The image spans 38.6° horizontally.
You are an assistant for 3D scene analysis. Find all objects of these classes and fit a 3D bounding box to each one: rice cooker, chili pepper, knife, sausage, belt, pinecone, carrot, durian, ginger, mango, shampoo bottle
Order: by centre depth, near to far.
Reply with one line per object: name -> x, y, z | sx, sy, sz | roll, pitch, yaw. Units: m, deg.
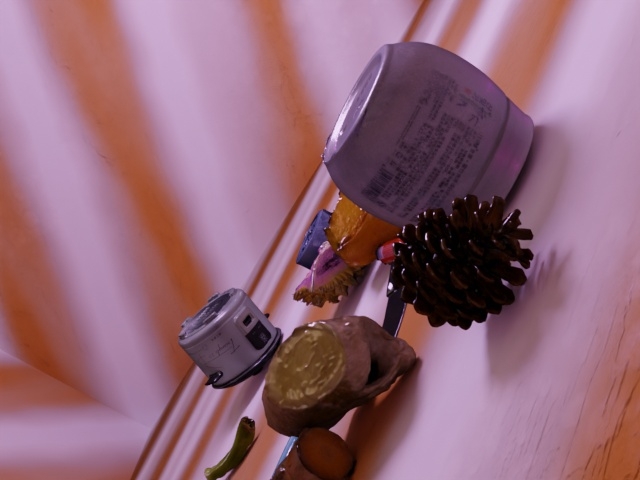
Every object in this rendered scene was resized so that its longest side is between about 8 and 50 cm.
pinecone -> 0.183, 0.019, 1.119 | 0.165, 0.163, 0.163 | -39, 20, 36
ginger -> 0.024, 0.208, 1.388 | 0.275, 0.221, 0.130 | -27, 59, 26
shampoo bottle -> 0.163, -0.148, 1.399 | 0.273, 0.266, 0.273 | -58, 11, 18
carrot -> -0.043, 0.399, 1.400 | 0.263, 0.101, 0.102 | -61, 7, 32
knife -> 0.132, 0.105, 1.573 | 0.060, 0.028, 0.230 | -38, 21, 35
knife -> -0.061, 0.406, 1.640 | 0.064, 0.031, 0.222 | -56, 5, 49
sausage -> 0.146, 0.016, 1.705 | 0.050, 0.048, 0.145 | -22, -1, -16
mango -> 0.103, -0.063, 1.830 | 0.252, 0.153, 0.126 | -55, -14, -10
durian -> 0.056, 0.034, 1.974 | 0.341, 0.112, 0.191 | -56, -4, -32
chili pepper -> -0.201, 0.487, 2.097 | 0.202, 0.051, 0.050 | -54, 40, 25
rice cooker -> -0.237, 0.270, 2.455 | 0.241, 0.227, 0.280 | -26, 18, 43
belt -> 0.000, 0.000, 2.463 | 0.141, 0.082, 0.190 | -56, 10, 40
